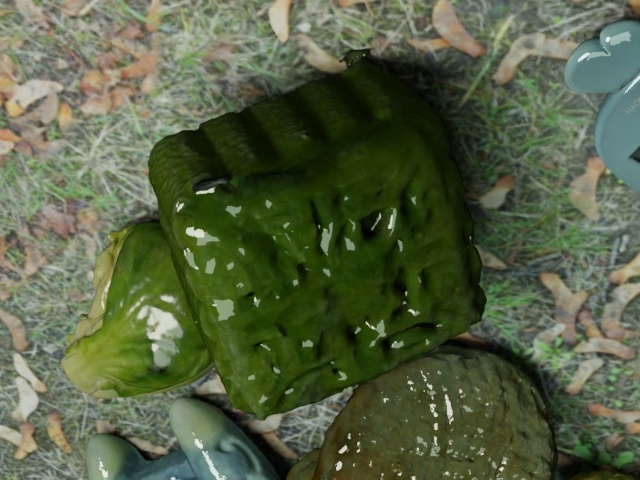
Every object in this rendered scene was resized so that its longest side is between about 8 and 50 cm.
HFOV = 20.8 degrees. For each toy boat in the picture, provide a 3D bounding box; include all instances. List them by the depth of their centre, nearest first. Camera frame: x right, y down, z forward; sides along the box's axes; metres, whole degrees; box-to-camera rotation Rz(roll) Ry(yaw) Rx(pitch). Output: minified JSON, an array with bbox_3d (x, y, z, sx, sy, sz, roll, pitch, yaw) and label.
[{"bbox_3d":[-0.122,0.330,1.797,0.215,0.123,0.330,-23,96,26],"label":"toy boat"}]

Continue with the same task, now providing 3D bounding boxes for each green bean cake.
[{"bbox_3d":[0.000,0.000,1.493,0.250,0.156,0.246,-20,122,-9],"label":"green bean cake"}]

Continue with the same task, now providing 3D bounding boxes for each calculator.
[{"bbox_3d":[0.343,-0.094,1.468,0.303,0.042,0.188,31,129,-13],"label":"calculator"}]

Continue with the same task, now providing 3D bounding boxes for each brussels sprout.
[{"bbox_3d":[-0.157,0.075,1.645,0.145,0.131,0.183,22,108,-1],"label":"brussels sprout"}]

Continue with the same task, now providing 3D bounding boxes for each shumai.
[{"bbox_3d":[0.097,0.218,1.732,0.272,0.203,0.222,-24,93,-1],"label":"shumai"}]

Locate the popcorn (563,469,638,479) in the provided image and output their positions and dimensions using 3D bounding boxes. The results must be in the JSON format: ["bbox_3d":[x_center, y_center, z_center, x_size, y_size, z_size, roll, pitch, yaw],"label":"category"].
[{"bbox_3d":[0.281,0.298,1.737,0.162,0.141,0.135,43,140,29],"label":"popcorn"}]
